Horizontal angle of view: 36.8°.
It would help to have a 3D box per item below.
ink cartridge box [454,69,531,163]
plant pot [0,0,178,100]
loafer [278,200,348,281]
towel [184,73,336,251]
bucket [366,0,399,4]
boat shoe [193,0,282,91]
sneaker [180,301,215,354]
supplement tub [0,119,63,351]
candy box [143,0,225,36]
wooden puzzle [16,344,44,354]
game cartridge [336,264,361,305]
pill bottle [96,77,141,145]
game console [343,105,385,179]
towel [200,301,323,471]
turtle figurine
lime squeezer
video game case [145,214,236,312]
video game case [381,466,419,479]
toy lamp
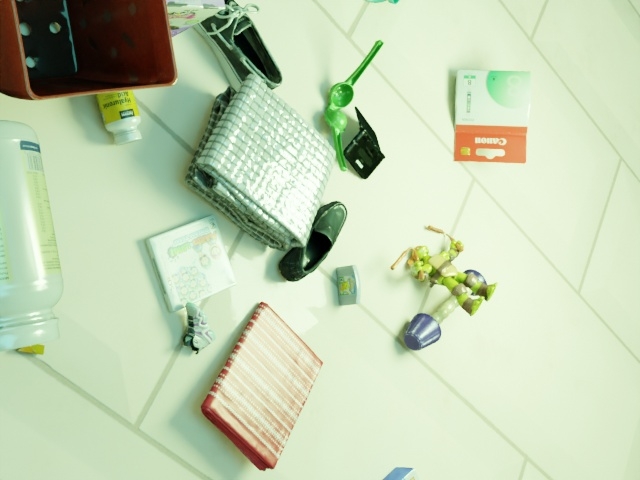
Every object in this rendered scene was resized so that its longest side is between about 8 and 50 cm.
[{"bbox_3d":[0.417,-0.304,2.346,0.056,0.181,0.224,71,22,-74],"label":"ink cartridge box"},{"bbox_3d":[-0.422,-0.359,1.544,0.267,0.236,0.267,-15,101,-42],"label":"plant pot"},{"bbox_3d":[0.000,0.000,1.975,0.076,0.078,0.223,53,53,-22],"label":"loafer"},{"bbox_3d":[-0.118,-0.144,1.873,0.284,0.121,0.235,38,61,-32],"label":"towel"},{"bbox_3d":[0.164,-0.677,2.171,0.281,0.183,0.281,8,78,-40],"label":"bucket"},{"bbox_3d":[-0.178,-0.420,1.872,0.113,0.105,0.306,-41,110,-38],"label":"boat shoe"},{"bbox_3d":[-0.235,0.166,1.758,0.069,0.038,0.098,-46,124,-32],"label":"sneaker"},{"bbox_3d":[-0.510,0.003,1.414,0.235,0.235,0.325,-9,89,-42],"label":"supplement tub"},{"bbox_3d":[-0.293,-0.417,1.707,0.165,0.196,0.070,-8,88,-42],"label":"candy box"},{"bbox_3d":[-0.483,0.128,1.567,0.078,0.014,0.116,4,80,-46],"label":"wooden puzzle"},{"bbox_3d":[0.060,0.094,2.028,0.017,0.056,0.083,1,82,-49],"label":"game cartridge"},{"bbox_3d":[-0.356,-0.230,1.707,0.065,0.065,0.116,-21,97,-42],"label":"pill bottle"},{"bbox_3d":[0.087,-0.212,2.110,0.107,0.071,0.122,-50,143,-4],"label":"game console"},{"bbox_3d":[-0.108,0.278,1.845,0.199,0.031,0.275,49,46,-22],"label":"towel"},{"bbox_3d":[0.276,0.078,2.169,0.217,0.087,0.269,39,32,18],"label":"turtle figurine"},{"bbox_3d":[0.058,-0.280,2.060,0.059,0.110,0.310,40,62,-51],"label":"lime squeezer"},{"bbox_3d":[-0.239,0.041,1.795,0.157,0.019,0.143,-24,99,-42],"label":"video game case"},{"bbox_3d":[0.143,0.648,2.002,0.269,0.061,0.244,-32,103,-40],"label":"video game case"},{"bbox_3d":[0.282,0.160,2.202,0.275,0.080,0.080,-39,109,-41],"label":"toy lamp"}]
